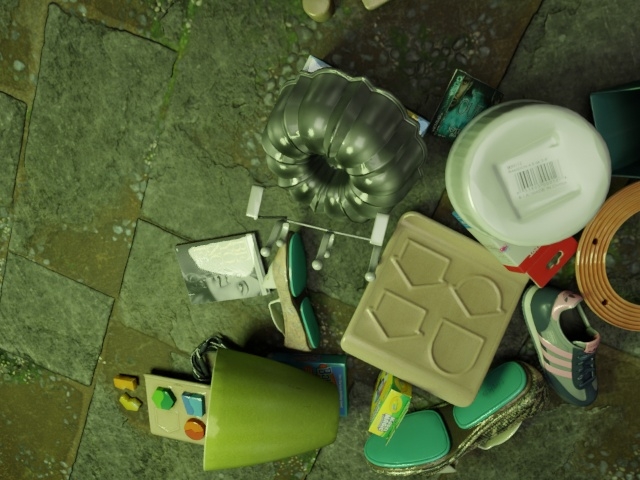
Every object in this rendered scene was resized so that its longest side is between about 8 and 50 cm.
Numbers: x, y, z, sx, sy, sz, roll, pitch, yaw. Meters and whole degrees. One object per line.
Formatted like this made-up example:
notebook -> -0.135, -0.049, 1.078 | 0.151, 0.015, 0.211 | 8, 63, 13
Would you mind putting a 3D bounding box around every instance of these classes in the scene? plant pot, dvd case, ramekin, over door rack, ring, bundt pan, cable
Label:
plant pot -> 0.662, -0.227, 0.925 | 0.234, 0.165, 0.165 | -19, 104, -7
dvd case -> -0.247, 0.074, 1.284 | 0.221, 0.018, 0.164 | -9, 106, 13
ramekin -> 0.377, -0.119, 0.929 | 0.277, 0.135, 0.277 | 2, 102, 7
over door rack -> 0.000, 0.000, 0.983 | 0.240, 0.324, 0.108 | 12, 82, 7
plant pot -> -0.110, 0.403, 1.204 | 0.294, 0.274, 0.274 | 6, 109, -7
ring -> 0.691, 0.029, 1.056 | 0.337, 0.032, 0.336 | -1, 105, -3
bundt pan -> 0.029, -0.155, 0.974 | 0.331, 0.124, 0.330 | 22, 148, 14
cable -> -0.264, 0.349, 1.361 | 0.184, 0.047, 0.150 | 41, 110, -5

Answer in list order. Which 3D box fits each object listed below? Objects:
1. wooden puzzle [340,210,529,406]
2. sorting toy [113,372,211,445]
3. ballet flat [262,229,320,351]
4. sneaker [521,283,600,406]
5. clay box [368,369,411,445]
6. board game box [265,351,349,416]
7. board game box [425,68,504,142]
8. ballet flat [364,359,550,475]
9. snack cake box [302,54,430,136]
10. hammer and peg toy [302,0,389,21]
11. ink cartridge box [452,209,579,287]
wooden puzzle -> 0.256, 0.153, 1.147 | 0.322, 0.080, 0.347 | 26, 89, -2
sorting toy -> -0.435, 0.474, 1.423 | 0.307, 0.041, 0.229 | 6, 114, 14
ballet flat -> -0.082, 0.130, 1.229 | 0.106, 0.107, 0.315 | -3, 106, 21
sneaker -> 0.556, 0.245, 1.115 | 0.112, 0.131, 0.319 | -34, 103, -19
clay box -> 0.164, 0.358, 1.190 | 0.053, 0.222, 0.127 | 24, 110, 2
board game box -> -0.033, 0.375, 1.326 | 0.210, 0.047, 0.160 | -1, 107, 10
board game box -> 0.287, -0.252, 0.997 | 0.026, 0.186, 0.126 | 38, 115, 33
ballet flat -> 0.344, 0.469, 1.243 | 0.483, 0.164, 0.182 | -36, 118, 17
snack cake box -> 0.086, -0.271, 1.038 | 0.264, 0.152, 0.089 | 29, 110, 0
hammer and peg toy -> 0.093, -0.586, 0.945 | 0.361, 0.127, 0.265 | -24, 102, 17
ink cartridge box -> 0.412, -0.025, 1.073 | 0.231, 0.078, 0.134 | 45, 86, -5
